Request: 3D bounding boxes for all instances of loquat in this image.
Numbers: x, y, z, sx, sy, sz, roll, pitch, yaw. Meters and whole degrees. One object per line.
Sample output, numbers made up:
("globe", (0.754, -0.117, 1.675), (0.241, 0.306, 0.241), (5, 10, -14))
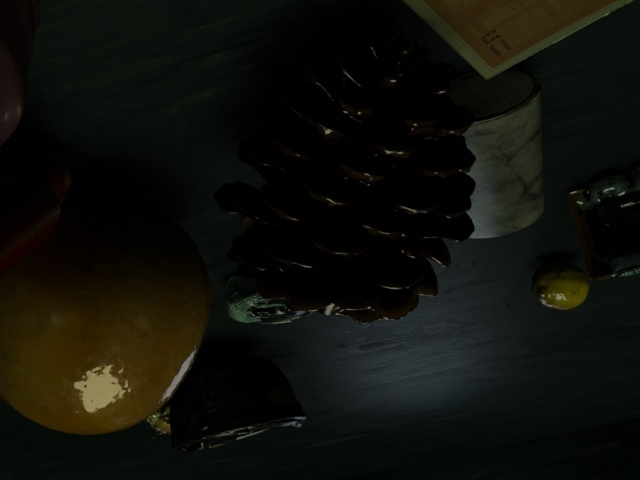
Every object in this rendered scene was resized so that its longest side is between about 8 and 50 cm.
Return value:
("loquat", (-0.242, 0.082, 0.894), (0.263, 0.263, 0.263), (-8, 155, -4))

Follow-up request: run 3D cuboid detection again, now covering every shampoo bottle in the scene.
("shampoo bottle", (-0.304, -0.007, 0.680), (0.118, 0.314, 0.076), (9, 114, 7))

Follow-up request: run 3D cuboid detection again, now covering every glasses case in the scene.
("glasses case", (0.197, -0.088, 0.939), (0.114, 0.060, 0.299), (-15, 155, 10))

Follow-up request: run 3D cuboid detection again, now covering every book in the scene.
("book", (0.207, -0.232, 0.690), (0.242, 0.018, 0.170), (-25, 150, 29))

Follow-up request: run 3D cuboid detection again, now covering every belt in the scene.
("belt", (-0.073, 0.084, 1.204), (0.140, 0.058, 0.105), (2, 149, -23))

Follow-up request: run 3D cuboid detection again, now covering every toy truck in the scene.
("toy truck", (0.517, -0.037, 1.093), (0.338, 0.132, 0.184), (-15, 165, 17))

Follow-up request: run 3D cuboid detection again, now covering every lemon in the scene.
("lemon", (0.389, 0.072, 1.326), (0.111, 0.082, 0.082), (7, 150, -40))

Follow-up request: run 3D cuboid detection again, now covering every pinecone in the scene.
("pinecone", (0.030, -0.065, 0.762), (0.246, 0.246, 0.292), (-1, 134, -19))

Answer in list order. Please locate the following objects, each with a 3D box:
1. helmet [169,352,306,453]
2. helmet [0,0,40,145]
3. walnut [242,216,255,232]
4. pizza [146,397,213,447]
("helmet", (-0.153, 0.283, 1.479), (0.231, 0.160, 0.279), (-20, 168, 22))
("helmet", (-0.358, -0.113, 0.529), (0.338, 0.197, 0.271), (2, 155, -26))
("walnut", (0.002, 0.001, 1.025), (0.211, 0.087, 0.167), (-19, 150, 19))
("pizza", (-0.239, 0.357, 1.713), (0.280, 0.075, 0.288), (-32, 146, 31))
